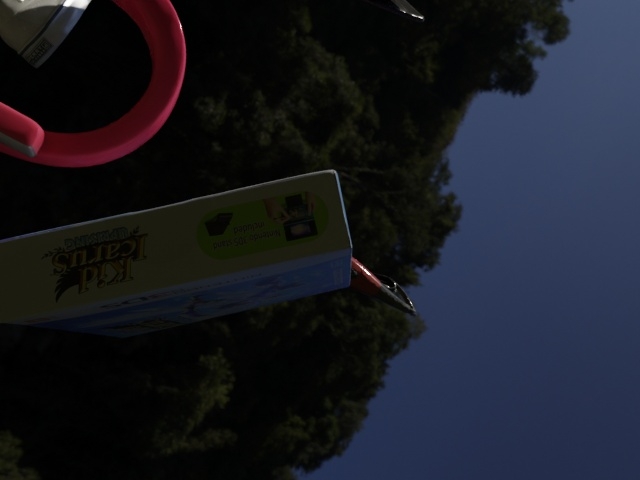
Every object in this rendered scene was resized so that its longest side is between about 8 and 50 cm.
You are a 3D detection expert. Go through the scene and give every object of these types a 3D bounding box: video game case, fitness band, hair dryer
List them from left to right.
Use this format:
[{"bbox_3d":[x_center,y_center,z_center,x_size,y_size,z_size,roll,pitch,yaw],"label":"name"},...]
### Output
[{"bbox_3d":[-0.259,-0.186,0.604,0.209,0.291,0.054,-63,-170,-23],"label":"fitness band"},{"bbox_3d":[-0.098,0.027,0.596,0.269,0.244,0.061,77,2,-80],"label":"video game case"},{"bbox_3d":[0.000,0.000,0.857,0.224,0.293,0.080,22,-93,32],"label":"hair dryer"}]

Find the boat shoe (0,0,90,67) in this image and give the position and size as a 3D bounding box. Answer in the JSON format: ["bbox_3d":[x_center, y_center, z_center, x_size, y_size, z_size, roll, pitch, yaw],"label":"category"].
[{"bbox_3d":[-0.461,-0.438,1.157,0.136,0.156,0.367,-29,-144,31],"label":"boat shoe"}]

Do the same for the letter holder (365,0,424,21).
[{"bbox_3d":[0.075,-0.410,0.971,0.152,0.302,0.214,-56,-136,30],"label":"letter holder"}]
